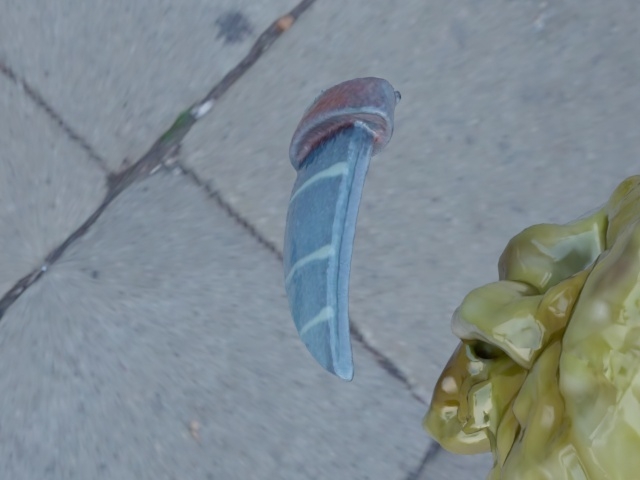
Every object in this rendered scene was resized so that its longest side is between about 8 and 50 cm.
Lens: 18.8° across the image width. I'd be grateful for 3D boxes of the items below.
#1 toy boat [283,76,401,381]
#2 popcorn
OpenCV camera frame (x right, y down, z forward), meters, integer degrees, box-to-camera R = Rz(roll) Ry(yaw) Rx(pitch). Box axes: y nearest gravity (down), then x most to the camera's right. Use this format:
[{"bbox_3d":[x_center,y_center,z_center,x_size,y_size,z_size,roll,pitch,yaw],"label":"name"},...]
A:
[{"bbox_3d":[0.000,0.001,0.794,0.034,0.096,0.122,17,70,-17],"label":"toy boat"},{"bbox_3d":[0.267,0.111,1.195,0.344,0.390,0.354,-2,76,-33],"label":"popcorn"}]
